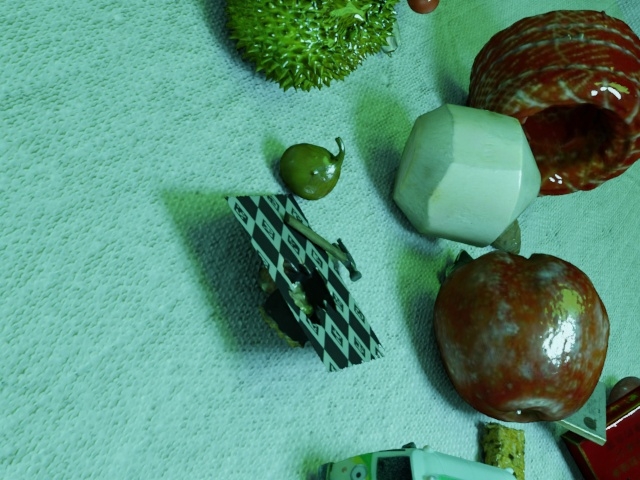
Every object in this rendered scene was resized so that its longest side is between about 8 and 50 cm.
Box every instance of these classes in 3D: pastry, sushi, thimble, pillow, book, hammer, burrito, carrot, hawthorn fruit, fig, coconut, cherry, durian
[{"bbox_3d":[0.281,0.340,1.846,0.080,0.056,0.140,30,45,-28],"label":"pastry"},{"bbox_3d":[-0.031,0.061,1.550,0.264,0.050,0.290,59,15,7],"label":"sushi"},{"bbox_3d":[0.444,-0.254,2.263,0.350,0.350,0.230,37,40,-39],"label":"thimble"},{"bbox_3d":[0.259,0.083,2.000,0.091,0.055,0.135,-40,101,-27],"label":"pillow"},{"bbox_3d":[0.396,0.253,2.045,0.199,0.016,0.138,27,39,-8],"label":"book"},{"bbox_3d":[0.000,0.000,1.653,0.182,0.017,0.062,37,24,-52],"label":"hammer"},{"bbox_3d":[0.108,-0.406,2.140,0.041,0.045,0.185,22,44,-41],"label":"burrito"},{"bbox_3d":[0.292,-0.054,2.140,0.263,0.102,0.102,50,33,-35],"label":"carrot"},{"bbox_3d":[0.304,0.141,1.845,0.284,0.284,0.284,37,40,-39],"label":"hawthorn fruit"},{"bbox_3d":[-0.004,-0.099,1.686,0.082,0.098,0.084,-35,111,-62],"label":"fig"},{"bbox_3d":[0.238,-0.102,1.926,0.241,0.241,0.241,37,40,-39],"label":"coconut"},{"bbox_3d":[0.604,0.320,2.337,0.106,0.087,0.126,55,12,-3],"label":"cherry"},{"bbox_3d":[-0.007,-0.353,1.741,0.291,0.225,0.291,34,46,-46],"label":"durian"}]

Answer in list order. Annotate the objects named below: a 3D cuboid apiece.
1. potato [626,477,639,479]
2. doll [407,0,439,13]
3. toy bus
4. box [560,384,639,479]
[{"bbox_3d":[0.498,0.545,1.871,0.237,0.289,0.301,-14,116,-43],"label":"potato"},{"bbox_3d":[0.162,-0.523,2.222,0.290,0.130,0.161,-102,175,-50],"label":"doll"},{"bbox_3d":[0.136,0.338,1.514,0.276,0.165,0.133,24,48,-49],"label":"toy bus"},{"bbox_3d":[0.583,0.426,2.109,0.313,0.197,0.089,61,-10,-6],"label":"box"}]
